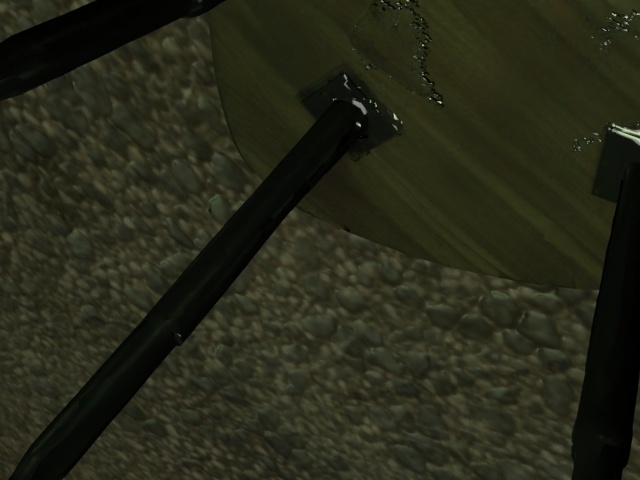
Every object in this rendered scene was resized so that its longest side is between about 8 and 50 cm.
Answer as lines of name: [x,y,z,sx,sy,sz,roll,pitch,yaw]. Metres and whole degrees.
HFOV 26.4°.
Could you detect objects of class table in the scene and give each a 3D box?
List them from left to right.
table: [0.000,0.000,0.532,0.317,0.249,0.317,23,141,19]
